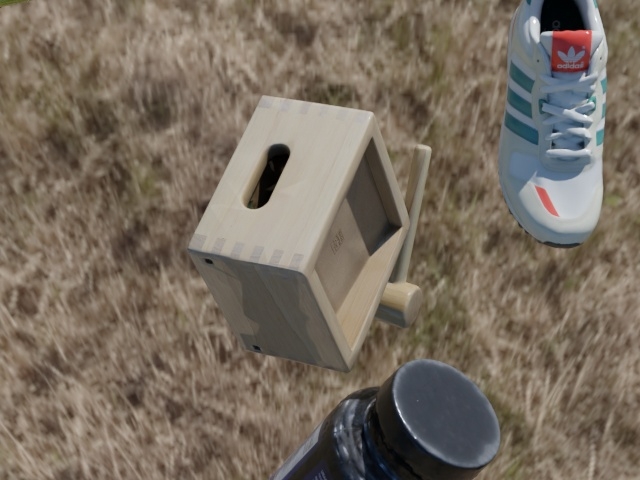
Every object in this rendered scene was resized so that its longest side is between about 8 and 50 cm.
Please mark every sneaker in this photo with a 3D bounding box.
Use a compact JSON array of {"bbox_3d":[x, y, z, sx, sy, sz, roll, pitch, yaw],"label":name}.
[{"bbox_3d":[0.129,-0.079,0.796,0.057,0.075,0.161,2,72,2],"label":"sneaker"}]

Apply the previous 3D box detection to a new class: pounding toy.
[{"bbox_3d":[0.005,-0.004,0.997,0.094,0.206,0.181,11,60,23],"label":"pounding toy"}]

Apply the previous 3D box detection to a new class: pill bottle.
[{"bbox_3d":[0.036,0.188,1.093,0.123,0.219,0.122,22,41,-21],"label":"pill bottle"}]

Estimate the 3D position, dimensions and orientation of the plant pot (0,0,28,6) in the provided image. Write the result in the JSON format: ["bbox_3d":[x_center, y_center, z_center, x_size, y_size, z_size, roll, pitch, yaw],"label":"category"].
[{"bbox_3d":[-0.287,-0.260,0.919,0.227,0.207,0.228,-14,69,-20],"label":"plant pot"}]
